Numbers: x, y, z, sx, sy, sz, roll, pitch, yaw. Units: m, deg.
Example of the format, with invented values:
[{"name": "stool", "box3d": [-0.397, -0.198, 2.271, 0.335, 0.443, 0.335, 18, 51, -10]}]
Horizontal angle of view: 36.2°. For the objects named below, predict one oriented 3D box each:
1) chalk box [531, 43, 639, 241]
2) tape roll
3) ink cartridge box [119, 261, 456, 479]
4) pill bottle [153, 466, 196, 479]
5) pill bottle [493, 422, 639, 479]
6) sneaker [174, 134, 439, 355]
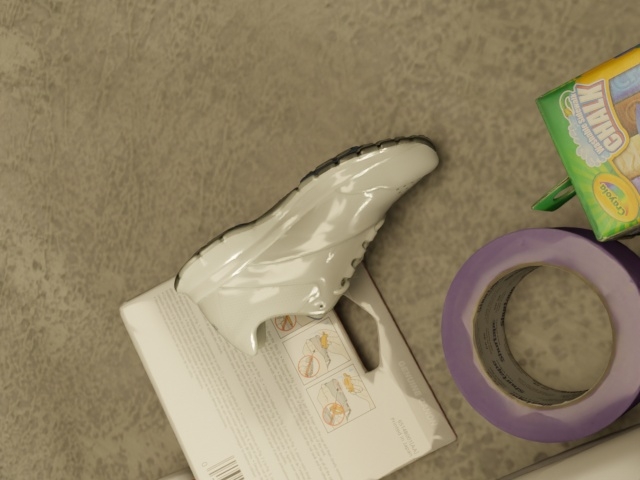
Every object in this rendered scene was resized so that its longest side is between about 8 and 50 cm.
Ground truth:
[{"name": "chalk box", "box3d": [0.272, -0.082, 0.809, 0.213, 0.132, 0.132, -26, 79, 28]}, {"name": "tape roll", "box3d": [0.211, 0.081, 0.882, 0.189, 0.080, 0.189, 1, 92, 30]}, {"name": "ink cartridge box", "box3d": [-0.038, 0.142, 1.043, 0.261, 0.066, 0.296, -28, 76, 3]}, {"name": "pill bottle", "box3d": [-0.152, 0.375, 1.085, 0.121, 0.121, 0.221, -30, 77, 28]}, {"name": "pill bottle", "box3d": [0.267, 0.362, 0.759, 0.229, 0.229, 0.407, -30, 73, 28]}, {"name": "sneaker", "box3d": [0.000, 0.000, 0.986, 0.297, 0.111, 0.129, -35, 92, 12]}]
